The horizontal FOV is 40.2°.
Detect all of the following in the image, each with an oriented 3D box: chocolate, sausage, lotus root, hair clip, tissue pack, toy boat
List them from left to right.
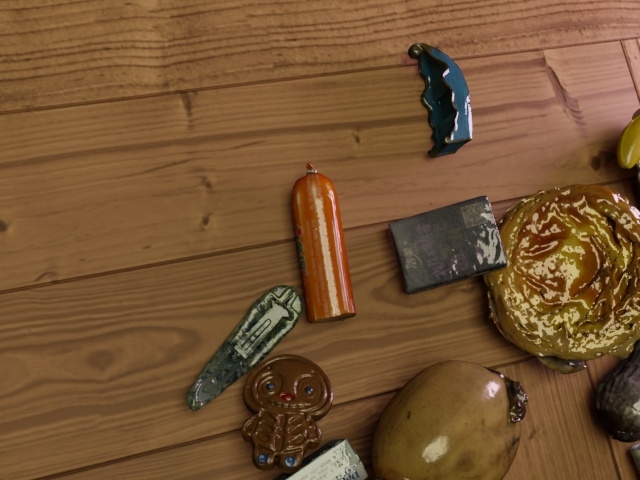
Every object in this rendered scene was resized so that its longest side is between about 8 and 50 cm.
[{"bbox_3d":[-0.107,0.150,1.217,0.066,0.036,0.229,46,63,-5],"label":"hair clip"},{"bbox_3d":[0.000,0.000,1.267,0.071,0.071,0.234,-6,78,-17],"label":"sausage"},{"bbox_3d":[0.150,0.284,1.166,0.310,0.183,0.183,-37,89,-39],"label":"lotus root"},{"bbox_3d":[0.182,-0.224,1.371,0.077,0.075,0.186,3,73,-24],"label":"toy boat"},{"bbox_3d":[0.187,0.007,1.301,0.156,0.051,0.112,-16,79,6],"label":"tissue pack"},{"bbox_3d":[0.509,0.204,1.348,0.110,0.110,0.248,46,72,-1],"label":"chocolate"}]

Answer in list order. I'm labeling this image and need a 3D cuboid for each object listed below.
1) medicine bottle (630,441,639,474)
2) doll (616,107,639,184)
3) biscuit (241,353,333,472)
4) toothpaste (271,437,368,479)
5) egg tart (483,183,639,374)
[{"bbox_3d":[0.539,0.410,1.322,0.073,0.074,0.218,-17,81,-19],"label":"medicine bottle"},{"bbox_3d":[0.581,-0.112,1.445,0.237,0.111,0.252,-4,76,-33],"label":"doll"},{"bbox_3d":[-0.046,0.227,1.179,0.124,0.026,0.175,4,48,3],"label":"biscuit"},{"bbox_3d":[-0.095,0.374,1.140,0.336,0.081,0.067,-29,86,-21],"label":"toothpaste"},{"bbox_3d":[0.382,0.059,1.343,0.297,0.132,0.297,0,76,0],"label":"egg tart"}]
